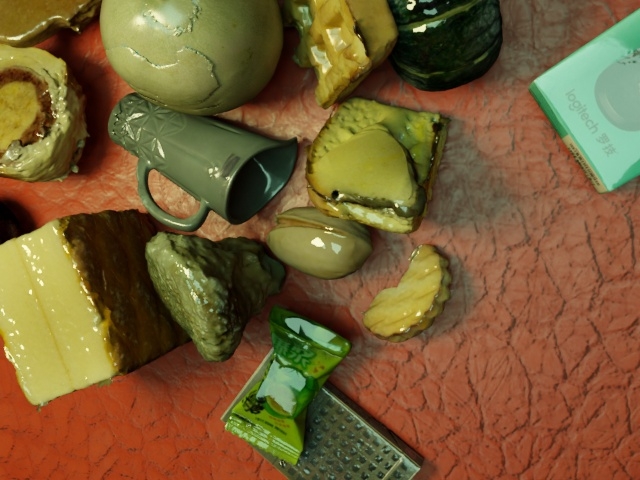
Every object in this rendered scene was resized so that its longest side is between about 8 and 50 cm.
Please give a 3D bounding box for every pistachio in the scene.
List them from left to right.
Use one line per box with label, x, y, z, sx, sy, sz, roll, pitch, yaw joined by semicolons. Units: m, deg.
pistachio;0.000;0.000;1.103;0.185;0.124;0.124;11;98;15

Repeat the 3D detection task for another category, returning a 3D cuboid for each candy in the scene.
candy;-0.058;0.243;1.126;0.149;0.069;0.246;25;94;7

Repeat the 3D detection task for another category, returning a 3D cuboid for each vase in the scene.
vase;-0.223;-0.143;1.137;0.301;0.156;0.251;28;68;17

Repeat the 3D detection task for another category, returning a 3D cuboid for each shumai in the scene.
shumai;-0.151;0.055;1.067;0.204;0.272;0.222;-32;95;-17

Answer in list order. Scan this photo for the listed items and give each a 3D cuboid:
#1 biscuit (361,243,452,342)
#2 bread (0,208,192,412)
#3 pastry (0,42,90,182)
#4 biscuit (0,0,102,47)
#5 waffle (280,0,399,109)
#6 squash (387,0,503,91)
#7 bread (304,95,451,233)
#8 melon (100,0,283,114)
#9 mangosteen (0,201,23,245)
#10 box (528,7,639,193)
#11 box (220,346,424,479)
biscuit;0.154;0.105;1.101;0.183;0.061;0.118;-47;41;14
bread;-0.387;0.102;1.138;0.207;0.279;0.279;-24;92;17
pastry;-0.533;-0.215;1.211;0.256;0.170;0.236;10;77;23
biscuit;-0.508;-0.544;1.181;0.394;0.076;0.368;41;86;6
waffle;-0.004;-0.383;0.980;0.078;0.304;0.348;-21;92;-13
squash;0.159;-0.342;0.963;0.165;0.252;0.252;-17;91;6
bread;0.080;-0.105;1.041;0.204;0.262;0.162;19;136;11
melon;-0.191;-0.326;1.015;0.269;0.330;0.268;1;94;9
mangosteen;-0.664;0.008;1.254;0.210;0.210;0.209;1;96;15
box;0.487;-0.231;0.954;0.311;0.118;0.205;-33;88;16
box;-0.002;0.351;1.177;0.325;0.047;0.180;38;102;9
